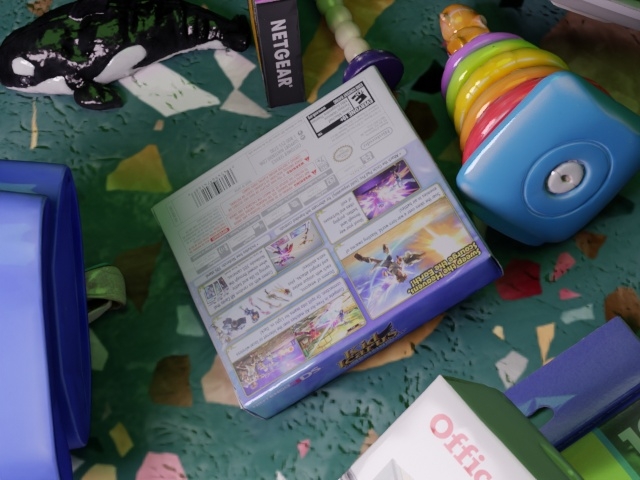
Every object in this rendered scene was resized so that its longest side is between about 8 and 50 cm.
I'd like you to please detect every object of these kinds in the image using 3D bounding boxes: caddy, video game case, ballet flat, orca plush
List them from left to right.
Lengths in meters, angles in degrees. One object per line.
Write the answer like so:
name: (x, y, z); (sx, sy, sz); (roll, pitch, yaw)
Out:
caddy: (-0.306, 0.081, 1.041); (0.179, 0.341, 0.241); (-2, 16, -3)
ballet flat: (-0.273, 0.071, 1.188); (0.168, 0.057, 0.052); (-21, 71, -6)
orca plush: (-0.223, -0.229, 1.320); (0.287, 0.102, 0.151); (3, 62, 7)
video game case: (0.000, 0.000, 1.158); (0.269, 0.061, 0.244); (-32, 60, 7)

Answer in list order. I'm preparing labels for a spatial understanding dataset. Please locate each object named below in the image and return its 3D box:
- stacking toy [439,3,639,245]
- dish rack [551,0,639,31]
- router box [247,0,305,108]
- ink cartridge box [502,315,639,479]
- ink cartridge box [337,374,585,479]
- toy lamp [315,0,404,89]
stacking toy: (0.185, -0.153, 1.225); (0.166, 0.175, 0.302); (-48, 41, 22)
dish rack: (0.275, -0.373, 1.318); (0.286, 0.072, 0.332); (13, 57, -26)
router box: (-0.052, -0.246, 1.270); (0.046, 0.179, 0.133); (-11, 61, -3)
ink cartridge box: (0.243, 0.246, 1.035); (0.304, 0.072, 0.307); (-32, 66, -11)
ink cartridge box: (0.083, 0.277, 0.936); (0.289, 0.121, 0.211); (-48, 63, 10)
toy lamp: (0.005, -0.278, 1.341); (0.080, 0.080, 0.274); (-25, 63, -8)
